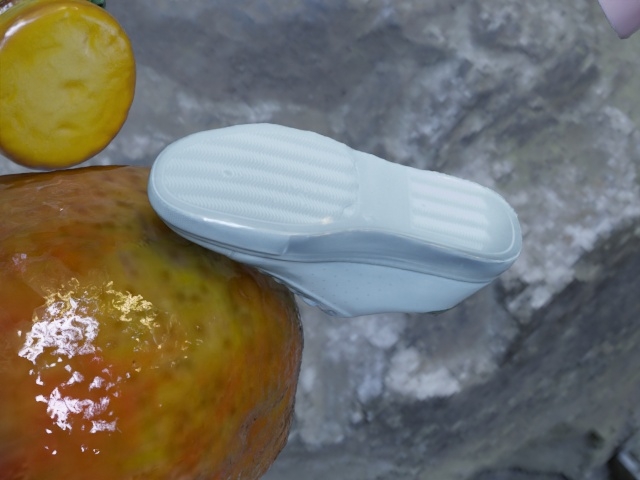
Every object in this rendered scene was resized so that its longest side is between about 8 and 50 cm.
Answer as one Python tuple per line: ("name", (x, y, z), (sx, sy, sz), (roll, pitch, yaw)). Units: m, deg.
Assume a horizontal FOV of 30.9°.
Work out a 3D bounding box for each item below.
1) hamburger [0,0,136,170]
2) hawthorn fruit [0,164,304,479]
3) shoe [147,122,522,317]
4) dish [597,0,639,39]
("hamburger", (-0.360, -0.216, 1.467), (0.246, 0.170, 0.246), (-24, 127, -35))
("hawthorn fruit", (-0.231, 0.143, 1.217), (0.471, 0.472, 0.472), (-28, 146, -21))
("shoe", (0.000, 0.000, 1.099), (0.362, 0.132, 0.160), (10, 142, -20))
("dish", (0.274, -0.289, 1.041), (0.090, 0.213, 0.213), (-24, 154, 21))
